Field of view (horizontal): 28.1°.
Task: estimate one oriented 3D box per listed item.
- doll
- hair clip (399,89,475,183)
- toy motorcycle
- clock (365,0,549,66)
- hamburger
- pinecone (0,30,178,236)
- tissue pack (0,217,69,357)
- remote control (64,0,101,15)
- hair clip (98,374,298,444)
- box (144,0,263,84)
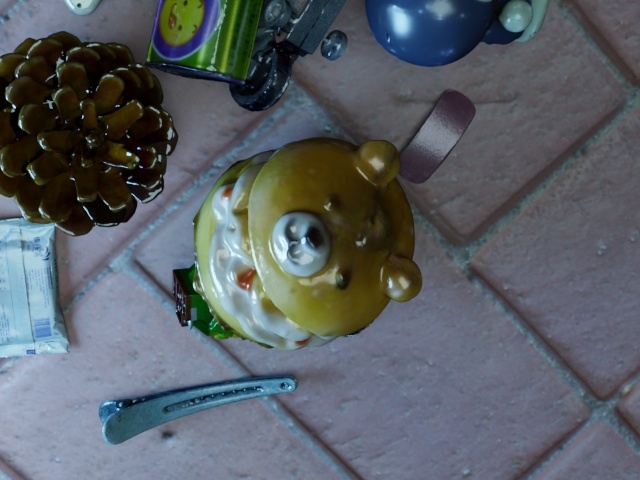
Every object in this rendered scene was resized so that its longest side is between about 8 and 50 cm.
[{"bbox_3d":[-0.109,0.070,1.697,0.186,0.106,0.134,24,104,-29],"label":"doll"},{"bbox_3d":[0.155,-0.138,1.719,0.054,0.022,0.137,35,98,-11],"label":"hair clip"},{"bbox_3d":[-0.035,-0.307,1.583,0.108,0.173,0.307,23,108,-42],"label":"toy motorcycle"},{"bbox_3d":[0.168,-0.293,1.562,0.243,0.199,0.146,-15,126,-42],"label":"clock"},{"bbox_3d":[0.000,0.000,1.578,0.276,0.237,0.276,8,77,-39],"label":"hamburger"},{"bbox_3d":[-0.297,-0.123,1.548,0.264,0.264,0.264,-2,105,-7],"label":"pinecone"},{"bbox_3d":[-0.405,0.064,1.700,0.123,0.026,0.193,-5,106,-7],"label":"tissue pack"},{"bbox_3d":[-0.320,-0.341,1.598,0.122,0.032,0.074,40,97,-16],"label":"remote control"},{"bbox_3d":[-0.168,0.218,1.759,0.275,0.083,0.048,-14,101,-11],"label":"hair clip"},{"bbox_3d":[-0.115,-0.365,1.513,0.097,0.134,0.345,12,91,-49],"label":"box"}]
